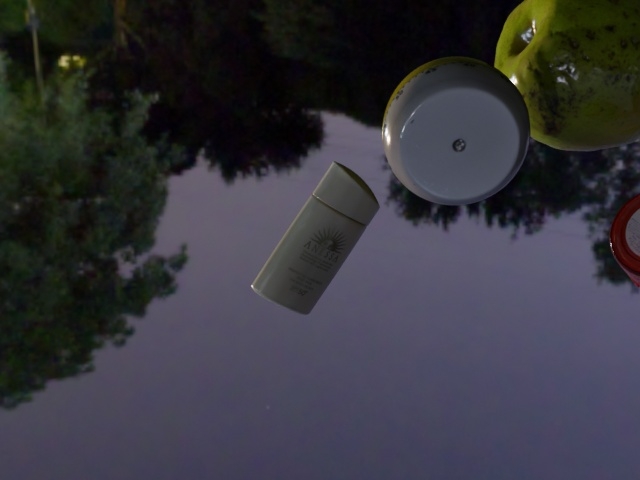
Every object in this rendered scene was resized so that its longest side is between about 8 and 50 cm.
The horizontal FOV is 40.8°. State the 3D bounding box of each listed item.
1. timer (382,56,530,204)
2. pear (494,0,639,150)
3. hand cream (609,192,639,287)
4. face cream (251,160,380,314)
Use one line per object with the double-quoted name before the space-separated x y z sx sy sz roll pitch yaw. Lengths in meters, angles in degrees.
"timer" 0.243 -0.217 1.582 0.285 0.285 0.285 -1 -167 0
"pear" 0.572 -0.370 1.854 0.391 0.391 0.391 -1 -167 0
"hand cream" 0.654 0.004 1.623 0.193 0.193 0.125 11 165 42
"face cream" 0.000 0.000 1.970 0.173 0.348 0.081 28 -169 -34
